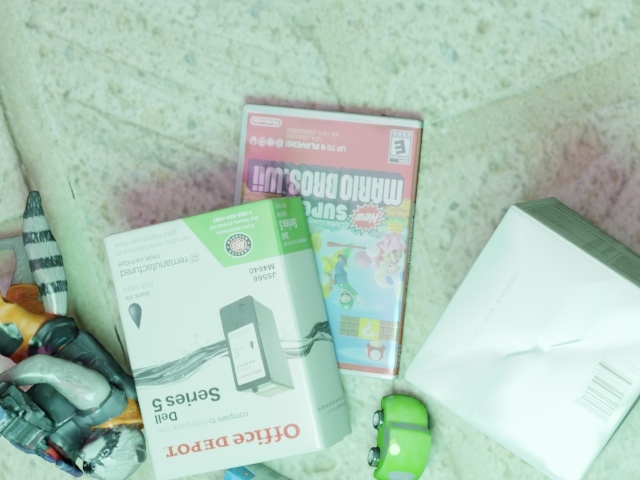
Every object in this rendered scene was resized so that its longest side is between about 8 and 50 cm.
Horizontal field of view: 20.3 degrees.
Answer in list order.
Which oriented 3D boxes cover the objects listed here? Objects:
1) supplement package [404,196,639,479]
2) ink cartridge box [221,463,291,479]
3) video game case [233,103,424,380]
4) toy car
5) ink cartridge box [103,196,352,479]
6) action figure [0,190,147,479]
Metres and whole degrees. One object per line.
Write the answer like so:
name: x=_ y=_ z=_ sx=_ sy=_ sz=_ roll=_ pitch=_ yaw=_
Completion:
supplement package: x=0.240 y=0.093 z=1.780 sx=0.198 sy=0.263 sz=0.199 roll=34 pitch=101 yaw=11
ink cartridge box: x=-0.047 y=0.294 z=1.961 sx=0.122 sy=0.088 sz=0.052 roll=26 pitch=99 yaw=13
video game case: x=0.000 y=0.000 z=1.968 sx=0.204 sy=0.025 sz=0.285 roll=7 pitch=95 yaw=15
toy car: x=0.081 y=0.273 z=1.906 sx=0.239 sy=0.053 sz=0.225 roll=10 pitch=77 yaw=-18
ink cartridge box: x=-0.098 y=0.105 z=1.927 sx=0.198 sy=0.115 sz=0.273 roll=-13 pitch=89 yaw=16
action figure: x=-0.295 y=0.121 z=1.918 sx=0.178 sy=0.341 sz=0.330 roll=-34 pitch=83 yaw=-3
